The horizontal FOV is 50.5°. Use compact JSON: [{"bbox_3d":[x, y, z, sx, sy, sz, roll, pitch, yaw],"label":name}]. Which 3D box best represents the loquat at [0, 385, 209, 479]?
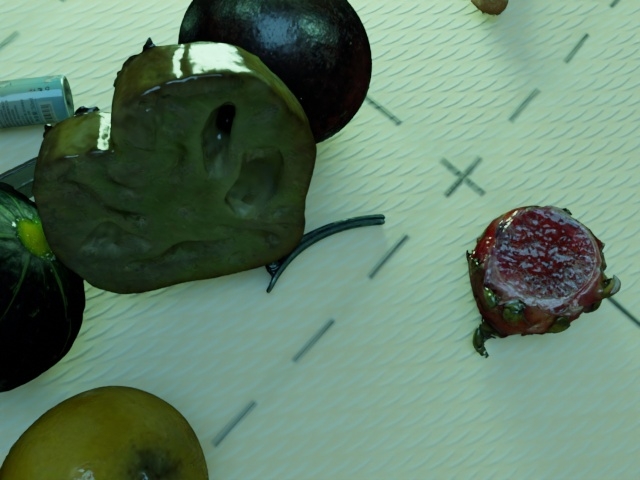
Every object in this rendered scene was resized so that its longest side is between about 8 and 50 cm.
[{"bbox_3d":[-0.262,0.315,0.843,0.263,0.263,0.263,2,74,-6],"label":"loquat"}]

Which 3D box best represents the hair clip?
[{"bbox_3d":[0.000,0.000,1.072,0.230,0.039,0.070,-28,77,-14],"label":"hair clip"}]

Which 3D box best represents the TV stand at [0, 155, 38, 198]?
[{"bbox_3d":[-0.412,-0.113,1.056,0.256,0.049,0.040,-30,78,-13],"label":"TV stand"}]

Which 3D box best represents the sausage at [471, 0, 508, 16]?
[{"bbox_3d":[0.319,-0.555,1.248,0.087,0.079,0.326,9,71,8],"label":"sausage"}]

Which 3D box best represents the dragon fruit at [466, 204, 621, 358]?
[{"bbox_3d":[0.335,0.052,1.037,0.211,0.147,0.282,36,72,4],"label":"dragon fruit"}]

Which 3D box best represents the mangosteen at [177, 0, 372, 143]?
[{"bbox_3d":[-0.069,-0.250,1.009,0.300,0.300,0.300,2,74,-6],"label":"mangosteen"}]

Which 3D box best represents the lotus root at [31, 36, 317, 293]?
[{"bbox_3d":[-0.175,-0.071,0.906,0.390,0.375,0.111,-43,47,22],"label":"lotus root"}]

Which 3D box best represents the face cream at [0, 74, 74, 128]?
[{"bbox_3d":[-0.511,-0.211,1.060,0.229,0.075,0.075,-8,75,-9],"label":"face cream"}]

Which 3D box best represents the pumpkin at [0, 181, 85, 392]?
[{"bbox_3d":[-0.471,0.076,0.883,0.296,0.296,0.295,2,74,-6],"label":"pumpkin"}]
